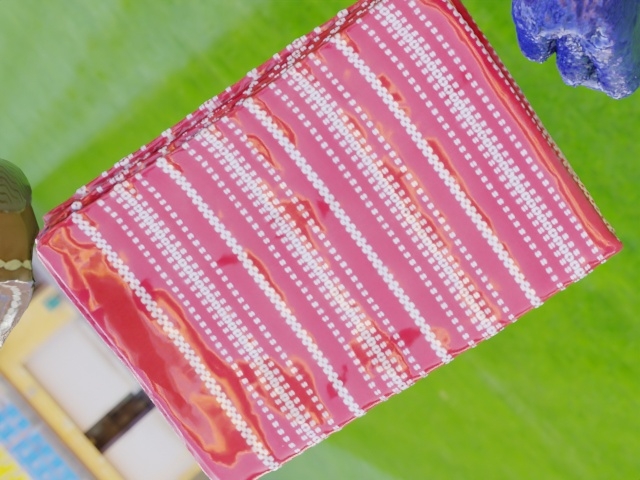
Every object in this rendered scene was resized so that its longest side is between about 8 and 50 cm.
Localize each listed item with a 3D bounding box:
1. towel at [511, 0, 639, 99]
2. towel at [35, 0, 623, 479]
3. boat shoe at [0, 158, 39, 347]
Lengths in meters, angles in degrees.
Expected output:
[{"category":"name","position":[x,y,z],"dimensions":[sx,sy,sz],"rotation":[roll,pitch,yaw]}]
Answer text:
[{"category":"towel","position":[0.153,-0.231,0.782],"dimensions":[0.076,0.308,0.227],"rotation":[15,-179,14]},{"category":"towel","position":[0.000,0.000,0.899],"dimensions":[0.199,0.275,0.031],"rotation":[55,-167,-8]},{"category":"boat shoe","position":[-0.169,0.080,0.511],"dimensions":[0.324,0.123,0.116],"rotation":[-41,66,46]}]
